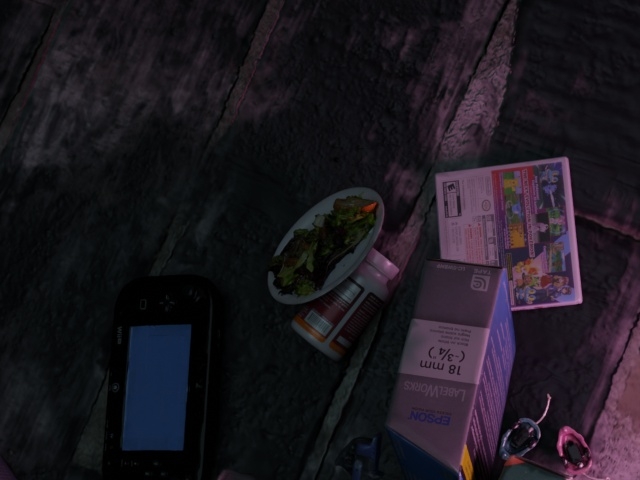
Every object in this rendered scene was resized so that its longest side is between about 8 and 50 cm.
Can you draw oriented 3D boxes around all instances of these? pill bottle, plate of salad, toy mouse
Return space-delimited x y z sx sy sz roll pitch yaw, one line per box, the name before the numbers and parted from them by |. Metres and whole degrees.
pill bottle | 0.036 0.080 1.840 0.086 0.086 0.152 38 89 21
plate of salad | 0.000 0.000 1.841 0.200 0.048 0.200 -30 35 24
toy mouse | 0.290 0.269 1.748 0.161 0.031 0.143 -1 77 16

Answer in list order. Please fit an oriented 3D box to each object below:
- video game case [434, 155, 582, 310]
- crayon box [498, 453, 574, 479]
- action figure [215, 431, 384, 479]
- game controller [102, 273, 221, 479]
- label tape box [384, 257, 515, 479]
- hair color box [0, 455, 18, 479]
video game case | 0.250 -0.005 1.831 0.183 0.023 0.201 -7 74 15
crayon box | 0.212 0.423 1.598 0.081 0.202 0.318 20 79 22
action figure | 0.023 0.380 1.695 0.330 0.178 0.341 17 98 27
game controller | -0.221 0.206 1.898 0.166 0.067 0.319 -1 76 16
label tape box | 0.153 0.224 1.642 0.106 0.241 0.334 7 61 16
hair color box | -0.463 0.456 1.885 0.185 0.113 0.374 -42 70 3
